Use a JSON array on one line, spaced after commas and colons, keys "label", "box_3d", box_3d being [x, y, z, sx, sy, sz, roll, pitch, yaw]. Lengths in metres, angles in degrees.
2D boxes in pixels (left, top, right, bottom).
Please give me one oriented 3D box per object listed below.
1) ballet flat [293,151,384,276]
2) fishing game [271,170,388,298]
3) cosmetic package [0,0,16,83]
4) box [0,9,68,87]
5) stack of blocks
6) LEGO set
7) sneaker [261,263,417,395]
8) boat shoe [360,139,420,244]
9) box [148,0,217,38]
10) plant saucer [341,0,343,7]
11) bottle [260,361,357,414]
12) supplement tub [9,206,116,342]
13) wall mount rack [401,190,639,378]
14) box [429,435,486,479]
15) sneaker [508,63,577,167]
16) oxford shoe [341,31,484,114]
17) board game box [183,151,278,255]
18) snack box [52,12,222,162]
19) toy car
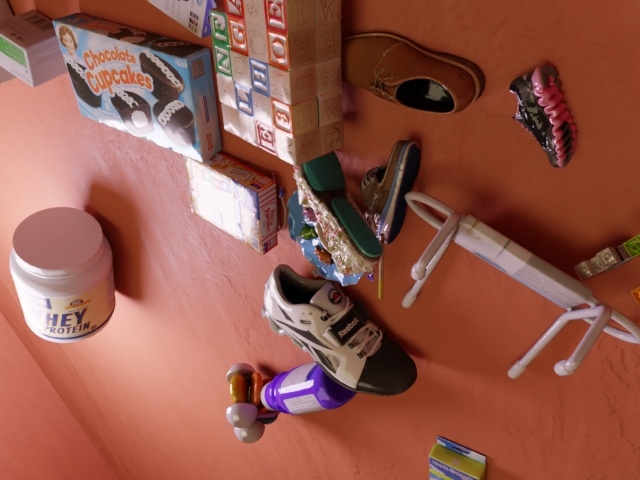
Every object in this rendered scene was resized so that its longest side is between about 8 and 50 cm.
[{"label": "ballet flat", "box_3d": [0.008, -0.051, 0.812, 0.077, 0.091, 0.241, -44, 62, 42]}, {"label": "fishing game", "box_3d": [0.000, 0.000, 0.922, 0.264, 0.041, 0.189, 34, 143, 30]}, {"label": "cosmetic package", "box_3d": [-0.716, -0.475, 1.100, 0.160, 0.113, 0.309, 12, 131, 33]}, {"label": "box", "box_3d": [-0.548, -0.368, 1.057, 0.101, 0.102, 0.087, 32, 140, 13]}, {"label": "stack of blocks", "box_3d": [-0.061, -0.267, 0.709, 0.171, 0.087, 0.297, 33, 138, 38]}, {"label": "LEGO set", "box_3d": [0.405, 0.009, 0.599, 0.227, 0.093, 0.087, -53, 53, 55]}, {"label": "sneaker", "box_3d": [0.028, 0.155, 0.999, 0.331, 0.122, 0.146, 28, 139, 19]}, {"label": "boat shoe", "box_3d": [0.092, -0.072, 0.796, 0.066, 0.066, 0.183, 29, 138, 20]}, {"label": "box", "box_3d": [-0.204, -0.367, 0.827, 0.136, 0.028, 0.081, 36, 139, 7]}, {"label": "plant saucer", "box_3d": [-0.005, -0.321, 0.707, 0.083, 0.013, 0.083, 22, 134, 25]}, {"label": "bottle", "box_3d": [-0.033, 0.319, 1.191, 0.283, 0.118, 0.092, -31, 90, 48]}, {"label": "supplement tub", "box_3d": [-0.663, 0.093, 1.440, 0.235, 0.235, 0.325, 34, 139, 13]}, {"label": "wall mount rack", "box_3d": [0.237, 0.084, 0.771, 0.350, 0.130, 0.304, 34, 175, 14]}, {"label": "box", "box_3d": [0.280, 0.487, 1.132, 0.109, 0.042, 0.178, 15, 132, 30]}, {"label": "sneaker", "box_3d": [0.250, -0.137, 0.630, 0.057, 0.047, 0.119, -6, 112, 50]}, {"label": "oxford shoe", "box_3d": [0.088, -0.205, 0.682, 0.212, 0.076, 0.076, 22, 137, 28]}, {"label": "board game box", "box_3d": [-0.164, -0.077, 1.008, 0.193, 0.045, 0.146, 30, 138, 27]}, {"label": "snack box", "box_3d": [-0.322, -0.274, 0.978, 0.322, 0.060, 0.187, 22, 135, 25]}, {"label": "toy car", "box_3d": [-0.154, 0.392, 1.356, 0.136, 0.159, 0.182, -11, 134, 0]}]
